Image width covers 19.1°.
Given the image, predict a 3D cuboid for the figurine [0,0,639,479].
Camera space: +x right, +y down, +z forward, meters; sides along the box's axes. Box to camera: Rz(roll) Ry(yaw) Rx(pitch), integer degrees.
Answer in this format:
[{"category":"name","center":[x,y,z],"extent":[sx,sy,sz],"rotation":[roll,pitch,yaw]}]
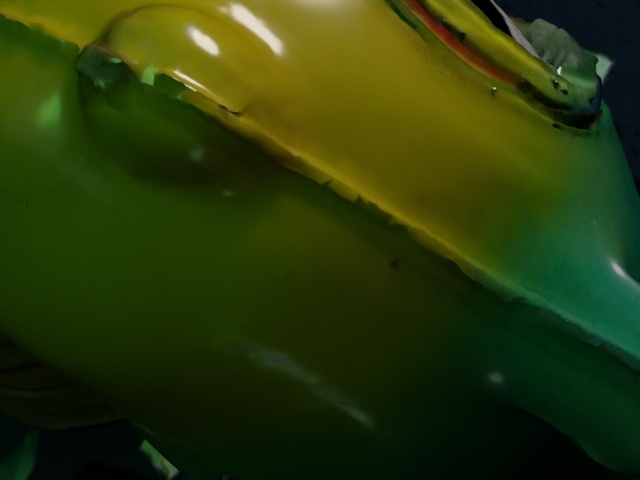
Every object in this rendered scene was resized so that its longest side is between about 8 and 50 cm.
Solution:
[{"category":"figurine","center":[0.000,0.000,0.682],"extent":[0.324,0.340,0.231],"rotation":[22,81,49]}]

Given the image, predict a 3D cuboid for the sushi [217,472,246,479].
[{"category":"sushi","center":[0.047,0.186,0.619],"extent":[0.215,0.212,0.227],"rotation":[-99,16,-44]}]

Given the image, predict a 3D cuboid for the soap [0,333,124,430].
[{"category":"soap","center":[-0.166,0.014,0.910],"extent":[0.140,0.232,0.073],"rotation":[-15,55,35]}]
